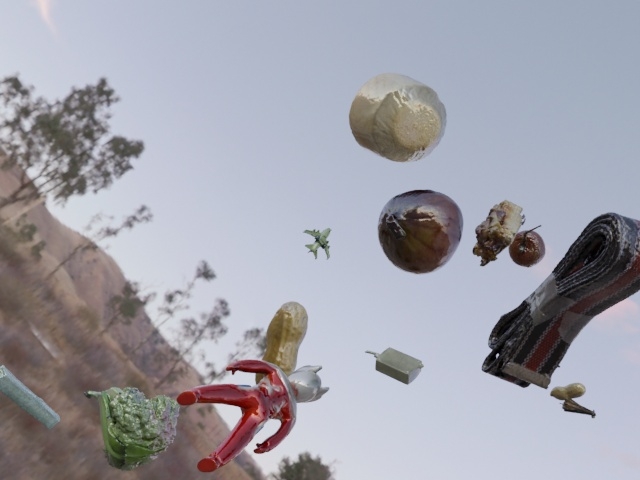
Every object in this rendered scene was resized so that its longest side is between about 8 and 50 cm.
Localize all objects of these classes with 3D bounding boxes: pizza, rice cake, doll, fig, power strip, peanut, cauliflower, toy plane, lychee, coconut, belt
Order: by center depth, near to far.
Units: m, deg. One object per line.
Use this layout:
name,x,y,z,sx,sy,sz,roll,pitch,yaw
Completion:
belt,0.379,0.099,0.977,0.094,0.126,0.360,23,-51,-7
rice cake,-0.574,0.307,1.228,0.171,0.033,0.029,57,-11,-29
doll,-0.116,0.327,1.283,0.099,0.384,0.188,-25,-102,36
pizza,0.362,-0.018,1.305,0.069,0.154,0.194,35,7,7
peanut,0.555,0.340,1.418,0.083,0.037,0.037,-19,-69,38
fig,0.254,-0.031,1.645,0.214,0.235,0.235,38,-24,-19
peanut,-0.102,0.288,1.655,0.101,0.263,0.117,16,-10,-9
cauliflower,-0.521,0.476,1.702,0.315,0.239,0.256,36,-21,27
toy plane,0.000,0.000,1.707,0.040,0.111,0.102,-19,-66,50
power strip,0.195,0.335,1.732,0.175,0.075,0.042,20,-56,33
lychee,0.581,0.015,1.781,0.140,0.114,0.101,42,6,-33
coconut,0.241,-0.399,2.058,0.328,0.329,0.329,35,-31,25

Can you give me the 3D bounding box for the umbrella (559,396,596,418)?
umbrella,0.540,0.353,1.326,0.020,0.031,0.083,31,-12,-29
